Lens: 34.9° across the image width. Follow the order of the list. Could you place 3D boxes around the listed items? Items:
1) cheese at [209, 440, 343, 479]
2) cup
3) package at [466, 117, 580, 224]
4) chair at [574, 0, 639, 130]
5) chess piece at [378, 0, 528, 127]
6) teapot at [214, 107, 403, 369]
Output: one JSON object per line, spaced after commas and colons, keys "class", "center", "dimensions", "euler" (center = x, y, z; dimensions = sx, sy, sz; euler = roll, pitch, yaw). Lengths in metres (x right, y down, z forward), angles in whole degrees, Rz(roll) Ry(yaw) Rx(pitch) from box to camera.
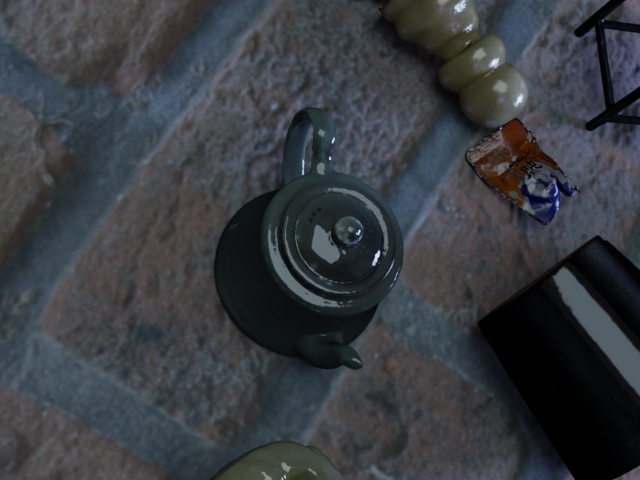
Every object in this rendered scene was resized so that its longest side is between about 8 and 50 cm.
{"class": "cheese", "center": [-0.019, 0.297, 0.821], "dimensions": [0.159, 0.093, 0.263], "euler": [-18, 79, -24]}
{"class": "cup", "center": [0.263, 0.104, 0.972], "dimensions": [0.166, 0.239, 0.177], "euler": [-40, 81, 17]}
{"class": "package", "center": [0.211, -0.071, 1.046], "dimensions": [0.077, 0.033, 0.111], "euler": [-45, 76, -2]}
{"class": "chair", "center": [0.391, -0.214, 1.025], "dimensions": [0.154, 0.260, 0.141], "euler": [3, 73, -18]}
{"class": "chess piece", "center": [0.144, -0.192, 1.038], "dimensions": [0.094, 0.094, 0.170], "euler": [-36, 96, -25]}
{"class": "teapot", "center": [0.000, 0.000, 0.888], "dimensions": [0.162, 0.149, 0.239], "euler": [-1, 74, -18]}
